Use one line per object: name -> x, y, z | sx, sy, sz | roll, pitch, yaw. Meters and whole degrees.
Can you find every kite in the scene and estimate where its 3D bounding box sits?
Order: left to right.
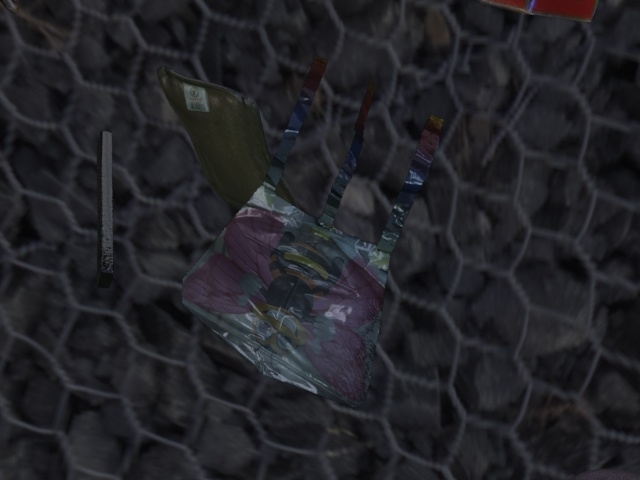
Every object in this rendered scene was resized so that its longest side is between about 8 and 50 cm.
kite -> 0.002, -0.002, 1.653 | 0.204, 0.360, 0.022 | 31, 42, 6

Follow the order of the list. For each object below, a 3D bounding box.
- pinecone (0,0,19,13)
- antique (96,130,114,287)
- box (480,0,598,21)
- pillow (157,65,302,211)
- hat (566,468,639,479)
pinecone -> -0.260, -0.264, 1.363 | 0.179, 0.184, 0.205 | 16, 71, 19
antique -> -0.223, -0.035, 1.950 | 0.015, 0.031, 0.192 | 4, 50, -12
box -> 0.145, -0.237, 1.661 | 0.175, 0.112, 0.048 | 23, 104, 35
pillow -> -0.091, -0.090, 1.880 | 0.130, 0.217, 0.033 | 20, 62, 34
hat -> 0.106, 0.090, 0.640 | 0.087, 0.058, 0.042 | -40, 110, -14
